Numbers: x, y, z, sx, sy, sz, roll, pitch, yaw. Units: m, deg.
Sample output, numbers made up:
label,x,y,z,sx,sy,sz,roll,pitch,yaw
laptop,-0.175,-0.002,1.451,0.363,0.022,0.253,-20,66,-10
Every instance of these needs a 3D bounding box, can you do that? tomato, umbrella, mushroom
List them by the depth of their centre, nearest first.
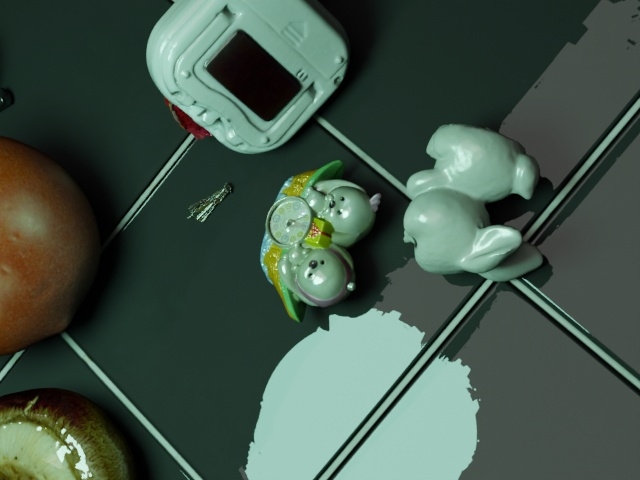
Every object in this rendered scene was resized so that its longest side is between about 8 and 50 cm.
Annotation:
label,x,y,z,sx,sy,sz,roll,pitch,yaw
mushroom,-0.398,0.350,1.626,0.297,0.163,0.278,-3,70,21
tomato,-0.473,0.011,1.659,0.321,0.321,0.322,-4,78,21
umbrella,-0.164,-0.055,1.690,0.083,0.020,0.031,-35,70,6

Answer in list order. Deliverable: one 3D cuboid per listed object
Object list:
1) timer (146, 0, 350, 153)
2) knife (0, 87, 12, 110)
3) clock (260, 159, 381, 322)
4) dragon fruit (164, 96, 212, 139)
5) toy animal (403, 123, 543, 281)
label,x,y,z,sx,sy,sz,roll,pitch,yaw
timer,-0.092,-0.249,1.573,0.237,0.262,0.087,-47,38,6
knife,-0.603,-0.192,1.892,0.230,0.028,0.060,-30,58,17
clock,0.000,0.000,1.567,0.144,0.103,0.231,13,83,32
dragon fruit,-0.169,-0.242,1.674,0.153,0.153,0.111,-45,49,8
toy animal,0.200,-0.048,1.485,0.178,0.127,0.193,5,79,21
